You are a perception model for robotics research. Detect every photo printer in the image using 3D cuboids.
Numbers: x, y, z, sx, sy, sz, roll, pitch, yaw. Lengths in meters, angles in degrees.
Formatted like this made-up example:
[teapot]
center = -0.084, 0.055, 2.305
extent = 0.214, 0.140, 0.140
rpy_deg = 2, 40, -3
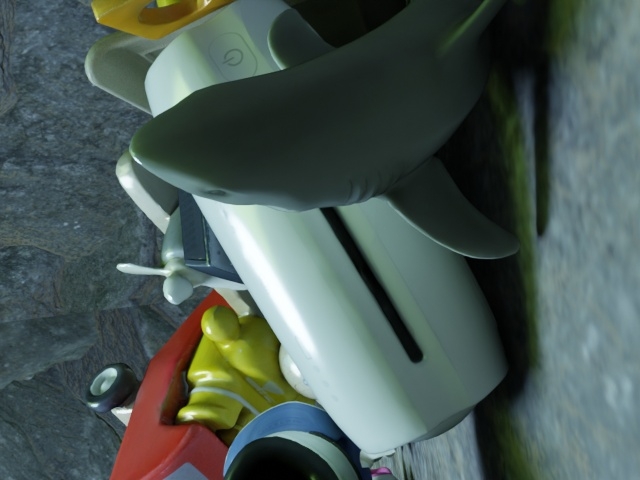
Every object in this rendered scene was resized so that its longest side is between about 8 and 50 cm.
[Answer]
[photo printer]
center = 0.000, 0.000, 0.570
extent = 0.256, 0.107, 0.307
rpy_deg = 59, 176, 3

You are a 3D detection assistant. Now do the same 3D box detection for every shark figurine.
[shark figurine]
center = 0.049, -0.110, 0.390
extent = 0.116, 0.166, 0.278
rpy_deg = -51, 17, 49

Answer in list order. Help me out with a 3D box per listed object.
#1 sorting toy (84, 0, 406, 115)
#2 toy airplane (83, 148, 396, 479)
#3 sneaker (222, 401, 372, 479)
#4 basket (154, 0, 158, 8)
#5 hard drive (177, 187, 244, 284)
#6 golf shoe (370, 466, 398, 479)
[sorting toy]
center = -0.041, -0.144, 0.598
extent = 0.348, 0.196, 0.047
rpy_deg = 11, -121, -82
[toy airplane]
center = -0.042, 0.090, 0.977
extent = 0.272, 0.386, 0.384
rpy_deg = 7, 98, 49
[sneaker]
center = -0.004, 0.247, 0.518
extent = 0.182, 0.128, 0.315
rpy_deg = 59, -165, -77
[basket]
center = -0.026, -0.238, 0.687
extent = 0.154, 0.204, 0.227
rpy_deg = 59, 166, 2
[hard drive]
center = -0.028, -0.031, 0.837
extent = 0.255, 0.054, 0.171
rpy_deg = 10, -115, -48
[golf shoe]
center = 0.060, 0.331, 0.982
extent = 0.306, 0.115, 0.140
rpy_deg = 145, 122, -86
